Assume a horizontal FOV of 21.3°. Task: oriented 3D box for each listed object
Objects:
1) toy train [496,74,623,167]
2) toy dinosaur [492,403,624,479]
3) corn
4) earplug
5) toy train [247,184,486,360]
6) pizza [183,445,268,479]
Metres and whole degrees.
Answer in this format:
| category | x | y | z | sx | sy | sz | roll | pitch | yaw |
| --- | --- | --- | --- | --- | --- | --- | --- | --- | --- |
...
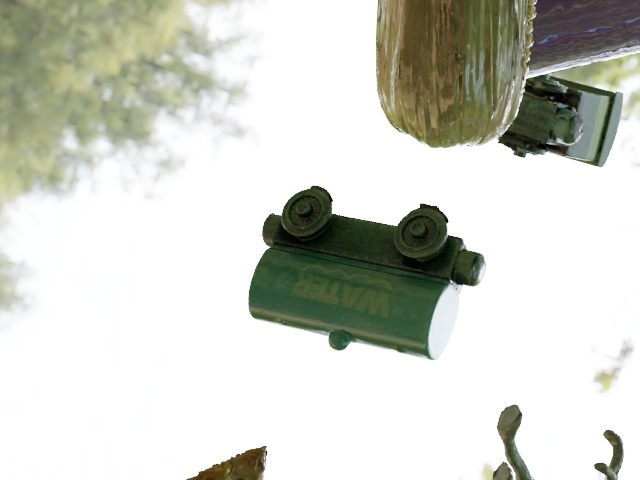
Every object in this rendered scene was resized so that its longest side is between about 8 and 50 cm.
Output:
| category | x | y | z | sx | sy | sz | roll | pitch | yaw |
| --- | --- | --- | --- | --- | --- | --- | --- | --- | --- |
| toy train | 0.261 | -0.189 | 2.381 | 0.301 | 0.202 | 0.120 | 20 | -80 | 38 |
| toy dinosaur | 0.211 | 0.291 | 1.716 | 0.393 | 0.205 | 0.092 | -38 | -160 | -23 |
| corn | 0.092 | -0.218 | 1.195 | 0.123 | 0.122 | 0.305 | -36 | 128 | -67 |
| earplug | 0.422 | -0.328 | 1.943 | 0.215 | 0.456 | 0.215 | -10 | 90 | -84 |
| toy train | 0.041 | 0.040 | 1.729 | 0.248 | 0.101 | 0.159 | 10 | -112 | 26 |
| pizza | -0.091 | 0.267 | 1.540 | 0.176 | 0.184 | 0.036 | -43 | -162 | -17 |
